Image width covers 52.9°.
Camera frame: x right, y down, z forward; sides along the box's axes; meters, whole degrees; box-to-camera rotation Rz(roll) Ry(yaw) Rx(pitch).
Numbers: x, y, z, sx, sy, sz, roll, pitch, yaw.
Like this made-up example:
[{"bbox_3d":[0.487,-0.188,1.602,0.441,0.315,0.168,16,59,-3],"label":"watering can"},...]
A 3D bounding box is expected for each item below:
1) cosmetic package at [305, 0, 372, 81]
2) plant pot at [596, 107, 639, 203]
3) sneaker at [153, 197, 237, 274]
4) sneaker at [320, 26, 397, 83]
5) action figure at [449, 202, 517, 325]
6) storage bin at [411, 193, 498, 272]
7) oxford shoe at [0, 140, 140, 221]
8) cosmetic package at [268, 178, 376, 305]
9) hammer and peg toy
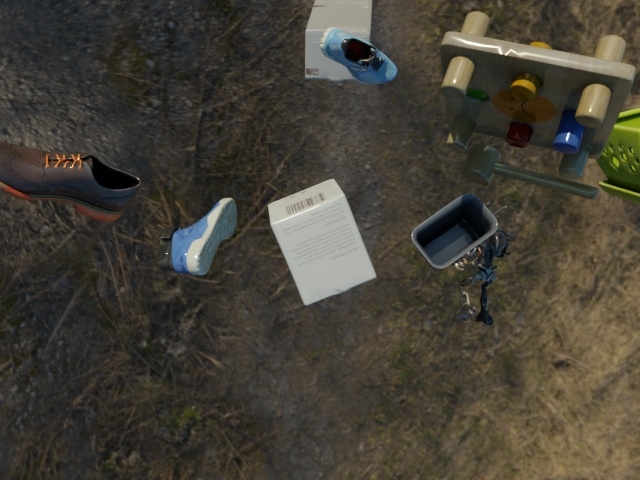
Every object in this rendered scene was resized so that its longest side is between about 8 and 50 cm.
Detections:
[{"bbox_3d":[0.040,-0.404,1.279,0.127,0.238,0.107,2,122,2],"label":"cosmetic package"},{"bbox_3d":[0.837,-0.215,1.619,0.227,0.228,0.207,-14,107,-6],"label":"plant pot"},{"bbox_3d":[-0.178,-0.010,0.902,0.152,0.084,0.058,-69,155,-46],"label":"sneaker"},{"bbox_3d":[0.076,-0.307,1.103,0.162,0.073,0.063,14,104,-39],"label":"sneaker"},{"bbox_3d":[0.359,0.051,1.494,0.164,0.141,0.276,7,93,-27],"label":"action figure"},{"bbox_3d":[0.232,0.001,1.108,0.135,0.098,0.091,-35,162,-4],"label":"storage bin"},{"bbox_3d":[-0.423,-0.117,1.039,0.098,0.097,0.271,-38,143,30],"label":"oxford shoe"},{"bbox_3d":[0.000,0.000,1.269,0.151,0.151,0.184,-21,109,0],"label":"cosmetic package"},{"bbox_3d":[0.325,-0.192,1.001,0.361,0.265,0.127,51,58,-68],"label":"hammer and peg toy"}]
